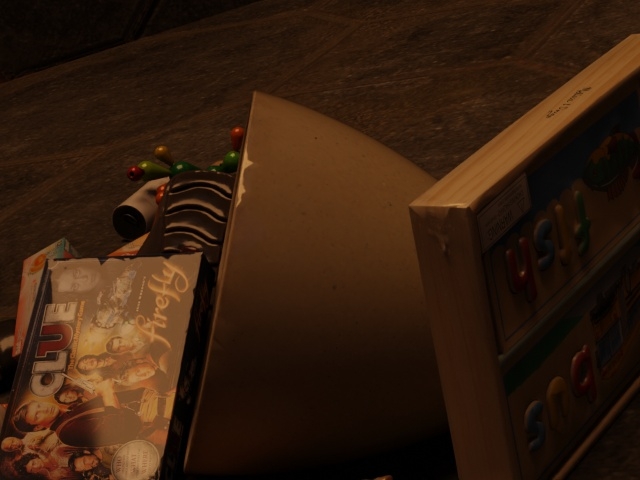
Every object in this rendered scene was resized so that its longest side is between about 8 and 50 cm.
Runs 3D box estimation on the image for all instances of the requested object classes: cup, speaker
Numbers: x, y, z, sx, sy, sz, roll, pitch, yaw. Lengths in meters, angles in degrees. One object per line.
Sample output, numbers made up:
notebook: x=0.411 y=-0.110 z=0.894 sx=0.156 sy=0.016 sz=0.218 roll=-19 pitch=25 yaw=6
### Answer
cup: x=0.026 y=0.056 z=1.325 sx=0.237 sy=0.331 sz=0.331 roll=11 pitch=18 yaw=-4
speaker: x=-0.241 y=-0.049 z=2.177 sx=0.055 sy=0.055 sz=0.136 roll=-7 pitch=20 yaw=23

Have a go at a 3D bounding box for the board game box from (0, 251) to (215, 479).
board game box: x=-0.197 y=0.125 z=1.415 sx=0.165 sy=0.042 sz=0.243 roll=-3 pitch=55 yaw=15

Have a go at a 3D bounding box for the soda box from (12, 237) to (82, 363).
soda box: x=-0.300 y=0.079 z=1.740 sx=0.063 sy=0.058 sz=0.183 roll=-28 pitch=34 yaw=14

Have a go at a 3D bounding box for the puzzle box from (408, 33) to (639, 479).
puzzle box: x=0.216 y=0.018 z=1.274 sx=0.052 sy=0.272 sz=0.409 roll=4 pitch=27 yaw=35

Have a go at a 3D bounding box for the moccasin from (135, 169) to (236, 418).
moccasin: x=-0.155 y=0.087 z=1.581 sx=0.139 sy=0.147 sz=0.380 roll=2 pitch=39 yaw=4

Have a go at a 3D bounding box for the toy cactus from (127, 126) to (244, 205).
toy cactus: x=-0.148 y=-0.097 z=2.163 sx=0.219 sy=0.112 sz=0.180 roll=-5 pitch=2 yaw=8

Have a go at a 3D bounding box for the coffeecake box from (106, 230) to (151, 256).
coffeecake box: x=-0.174 y=0.032 z=1.863 sx=0.142 sy=0.068 sz=0.185 roll=0 pitch=23 yaw=42

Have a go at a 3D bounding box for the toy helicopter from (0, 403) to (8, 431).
toy helicopter: x=-0.411 y=0.164 z=1.520 sx=0.235 sy=0.140 sz=0.355 roll=3 pitch=21 yaw=-41

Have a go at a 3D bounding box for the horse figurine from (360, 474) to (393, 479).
horse figurine: x=-0.031 y=0.241 z=1.140 sx=0.174 sy=0.066 sz=0.263 roll=-8 pitch=16 yaw=5

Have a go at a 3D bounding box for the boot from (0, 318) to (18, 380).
boot: x=-0.426 y=0.119 z=1.787 sx=0.176 sy=0.088 sz=0.244 roll=-22 pitch=27 yaw=-22
